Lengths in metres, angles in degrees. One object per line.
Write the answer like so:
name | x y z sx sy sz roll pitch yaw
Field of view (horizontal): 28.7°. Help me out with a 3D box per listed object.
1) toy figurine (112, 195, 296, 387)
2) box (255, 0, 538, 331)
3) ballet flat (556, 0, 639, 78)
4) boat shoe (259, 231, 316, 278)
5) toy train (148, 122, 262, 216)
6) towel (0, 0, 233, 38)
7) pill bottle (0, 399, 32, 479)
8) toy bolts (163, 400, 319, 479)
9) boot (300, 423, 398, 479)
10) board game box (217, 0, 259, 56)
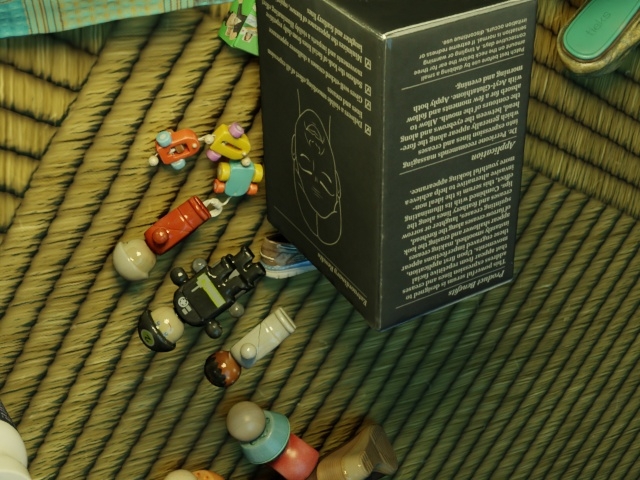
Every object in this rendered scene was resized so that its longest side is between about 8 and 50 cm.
toy figurine | -0.153 0.075 1.625 0.148 0.213 0.209 -38 137 5
box | 0.082 -0.146 1.523 0.211 0.293 0.396 -18 128 -24
ballet flat | 0.485 -0.378 1.859 0.348 0.123 0.123 -48 134 0
boat shoe | 0.000 0.000 1.781 0.183 0.066 0.066 -19 127 -25
toy train | -0.147 -0.106 1.626 0.125 0.046 0.166 -24 141 6
towel | -0.257 -0.284 1.263 0.370 0.040 0.271 -12 163 -8
pill bottle | -0.440 0.245 1.491 0.153 0.264 0.153 -18 127 -25
toy bolts | -0.108 0.358 1.866 0.158 0.218 0.229 46 70 -38
boot | 0.007 0.382 2.027 0.206 0.090 0.248 -27 172 16
board game box | 0.043 -0.306 1.625 0.317 0.046 0.214 16 109 -41
